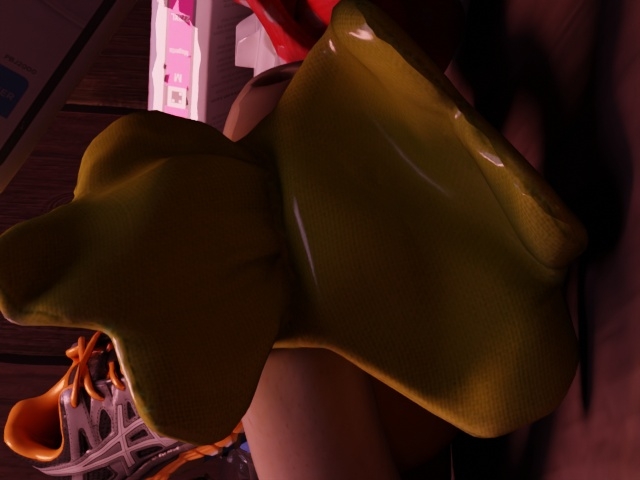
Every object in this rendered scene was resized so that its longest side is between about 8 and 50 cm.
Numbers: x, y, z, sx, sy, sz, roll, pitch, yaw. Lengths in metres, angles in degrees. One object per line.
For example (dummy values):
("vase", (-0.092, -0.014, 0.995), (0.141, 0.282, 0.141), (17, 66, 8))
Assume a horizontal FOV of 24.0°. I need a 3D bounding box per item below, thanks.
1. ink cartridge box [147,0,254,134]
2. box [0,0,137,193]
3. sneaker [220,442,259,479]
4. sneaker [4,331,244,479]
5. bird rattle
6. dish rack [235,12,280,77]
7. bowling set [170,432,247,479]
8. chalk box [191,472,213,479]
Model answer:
("ink cartridge box", (-0.076, -0.167, 1.271), (0.176, 0.069, 0.370), (-31, -54, -63))
("box", (-0.035, -0.172, 0.368), (0.290, 0.087, 0.169), (-51, 23, 24))
("sneaker", (-0.053, 0.135, 1.211), (0.152, 0.058, 0.084), (-111, 32, -61))
("sneaker", (-0.093, 0.075, 0.788), (0.215, 0.083, 0.084), (-47, 31, 36))
("bird rattle", (-0.004, 0.004, 0.464), (0.253, 0.143, 0.206), (-92, -9, -68))
("dish rack", (-0.016, -0.269, 1.014), (0.285, 0.072, 0.332), (103, 167, -58))
("bowling set", (-0.051, 0.099, 0.971), (0.287, 0.154, 0.199), (115, 139, -72))
("chalk box", (-0.075, 0.216, 0.794), (0.132, 0.213, 0.132), (62, 173, -4))
